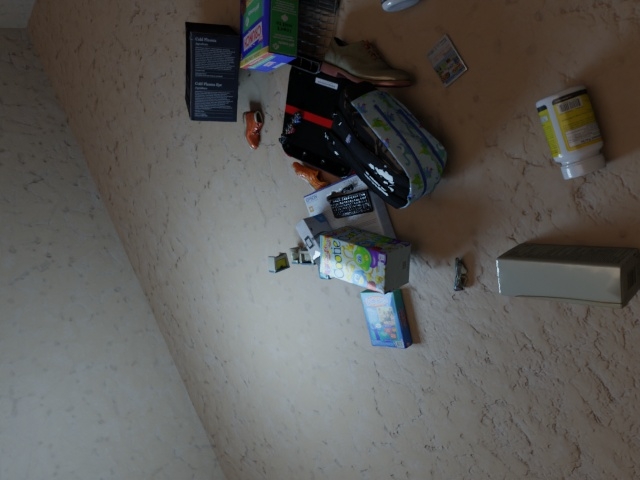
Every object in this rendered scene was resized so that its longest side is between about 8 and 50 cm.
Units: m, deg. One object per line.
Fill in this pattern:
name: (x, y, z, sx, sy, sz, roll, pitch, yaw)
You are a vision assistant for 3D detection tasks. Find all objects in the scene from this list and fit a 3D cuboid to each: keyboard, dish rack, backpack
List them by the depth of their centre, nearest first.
backpack: (0.206, -0.270, 1.665, 0.356, 0.273, 0.290, 62, 157, 26)
dish rack: (-0.038, -0.727, 1.867, 0.208, 0.074, 0.272, 31, 124, 33)
keyboard: (0.099, -0.138, 1.890, 0.180, 0.023, 0.108, -10, 97, 45)

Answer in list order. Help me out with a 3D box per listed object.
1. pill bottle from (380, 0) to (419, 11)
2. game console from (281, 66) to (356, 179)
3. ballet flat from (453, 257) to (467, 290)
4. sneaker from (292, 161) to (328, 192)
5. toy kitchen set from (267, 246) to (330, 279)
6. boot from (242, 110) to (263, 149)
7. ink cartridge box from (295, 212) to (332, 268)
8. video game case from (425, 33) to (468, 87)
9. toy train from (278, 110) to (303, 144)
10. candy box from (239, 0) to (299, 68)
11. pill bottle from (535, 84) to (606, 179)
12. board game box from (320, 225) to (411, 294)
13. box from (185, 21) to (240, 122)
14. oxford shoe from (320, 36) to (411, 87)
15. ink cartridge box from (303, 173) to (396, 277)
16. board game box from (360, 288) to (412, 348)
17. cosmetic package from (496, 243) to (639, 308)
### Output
pill bottle: (0.212, -0.780, 1.567, 0.117, 0.117, 0.215, -7, 100, 46)
game console: (0.015, -0.418, 1.950, 0.386, 0.060, 0.342, 28, 119, 35)
ballet flat: (0.442, 0.107, 1.730, 0.041, 0.041, 0.114, 15, 115, 41)
sneaker: (-0.035, -0.247, 2.063, 0.175, 0.064, 0.067, 42, 110, 20)
toy kitchen set: (-0.075, 0.104, 2.142, 0.207, 0.166, 0.122, 0, 105, 45)
boot: (-0.264, -0.445, 2.210, 0.084, 0.059, 0.158, 1, 104, 39)
ink cartridge box: (0.000, 0.000, 1.977, 0.060, 0.104, 0.180, -40, 75, 44)
video game case: (0.364, -0.519, 1.589, 0.087, 0.011, 0.122, -36, 78, 45)
toy train: (-0.108, -0.411, 2.009, 0.036, 0.027, 0.158, 52, 131, 16)
candy box: (-0.179, -0.763, 1.872, 0.268, 0.122, 0.317, 9, 100, 60)
pill bottle: (0.621, -0.264, 1.352, 0.119, 0.119, 0.209, -16, 93, 47)
board game box: (0.145, 0.059, 1.826, 0.275, 0.142, 0.144, 16, 115, 40)
box: (-0.420, -0.649, 2.096, 0.343, 0.178, 0.313, -120, 32, -58)
oxford shoe: (0.140, -0.560, 1.721, 0.348, 0.123, 0.130, 27, 115, 34)
ink cartridge box: (0.110, -0.051, 1.973, 0.324, 0.071, 0.330, -17, 90, 47)
board game box: (0.236, 0.281, 1.984, 0.160, 0.047, 0.210, -5, 102, 46)
cosmetic package: (0.641, 0.084, 1.431, 0.309, 0.160, 0.113, 2, 107, 45)
